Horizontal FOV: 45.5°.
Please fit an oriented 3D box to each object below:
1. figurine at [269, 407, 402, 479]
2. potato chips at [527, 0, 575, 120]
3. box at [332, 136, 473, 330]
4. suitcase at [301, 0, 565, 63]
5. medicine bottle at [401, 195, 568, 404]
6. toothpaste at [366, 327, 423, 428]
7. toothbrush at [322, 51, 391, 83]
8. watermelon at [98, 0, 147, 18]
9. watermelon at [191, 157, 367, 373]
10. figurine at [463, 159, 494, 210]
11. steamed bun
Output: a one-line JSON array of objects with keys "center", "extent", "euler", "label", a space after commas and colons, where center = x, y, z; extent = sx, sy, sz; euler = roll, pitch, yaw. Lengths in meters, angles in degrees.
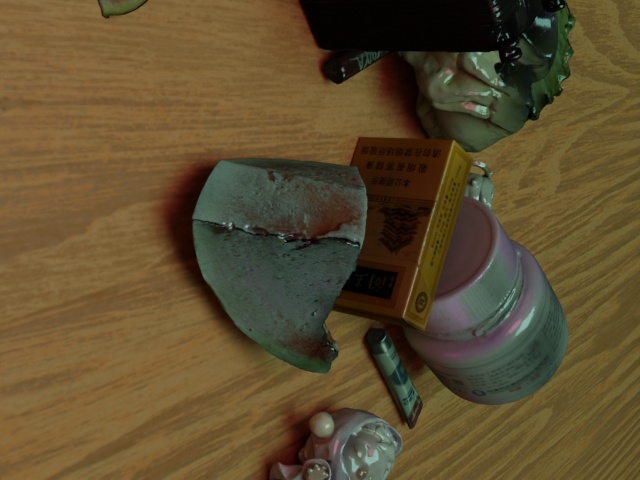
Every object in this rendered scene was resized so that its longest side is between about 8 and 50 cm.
[{"center": [0.008, 0.350, 1.132], "extent": [0.276, 0.133, 0.200], "euler": [-32, 103, -39], "label": "figurine"}, {"center": [0.413, -0.442, 1.525], "extent": [0.429, 0.070, 0.358], "euler": [50, 57, -44], "label": "potato chips"}, {"center": [0.106, -0.016, 1.146], "extent": [0.076, 0.174, 0.274], "euler": [30, 73, -47], "label": "box"}, {"center": [0.112, -0.361, 0.965], "extent": [0.152, 0.335, 0.230], "euler": [-46, 130, -29], "label": "suitcase"}, {"center": [0.252, 0.102, 1.279], "extent": [0.325, 0.256, 0.256], "euler": [49, 60, -42], "label": "medicine bottle"}, {"center": [0.134, 0.241, 1.336], "extent": [0.062, 0.039, 0.239], "euler": [-59, 138, -35], "label": "toothpaste"}, {"center": [0.123, -0.330, 1.216], "extent": [0.364, 0.041, 0.041], "euler": [-40, 126, -40], "label": "toothbrush"}, {"center": [-0.205, -0.329, 0.823], "extent": [0.069, 0.087, 0.163], "euler": [-83, 168, -68], "label": "watermelon"}, {"center": [0.000, 0.000, 0.993], "extent": [0.289, 0.213, 0.320], "euler": [-47, 118, -37], "label": "watermelon"}, {"center": [0.267, -0.075, 1.388], "extent": [0.132, 0.132, 0.154], "euler": [44, 52, -45], "label": "figurine"}, {"center": [0.267, -0.293, 1.236], "extent": [0.275, 0.206, 0.320], "euler": [-66, 153, -21], "label": "steamed bun"}]
